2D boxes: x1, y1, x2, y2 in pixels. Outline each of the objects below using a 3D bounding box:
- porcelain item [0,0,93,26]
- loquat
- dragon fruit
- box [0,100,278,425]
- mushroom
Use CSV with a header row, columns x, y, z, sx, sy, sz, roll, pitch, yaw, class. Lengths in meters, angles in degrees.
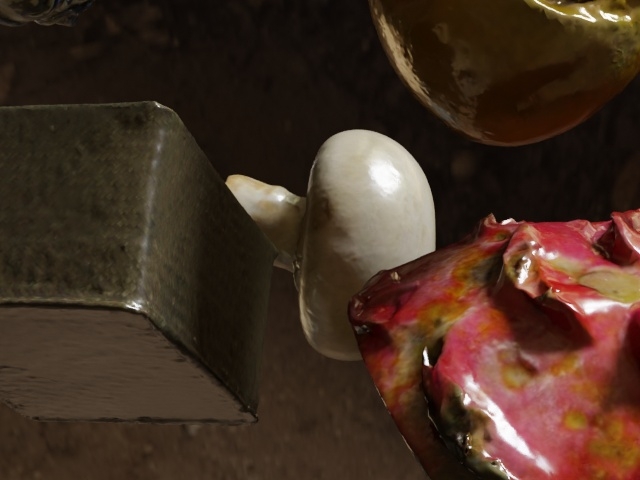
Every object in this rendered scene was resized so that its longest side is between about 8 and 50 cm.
x,y,z,sx,sy,sz,roll,pitch,yaw,class
-0.266,-0.356,2.008,0.138,0.186,0.288,26,100,29,porcelain item
0.133,-0.174,1.279,0.213,0.213,0.213,-1,59,2,loquat
0.206,0.128,1.292,0.249,0.386,0.371,-38,17,11,dragon fruit
-0.154,0.025,1.305,0.184,0.273,0.143,-1,68,15,box
0.012,0.002,1.704,0.209,0.206,0.206,10,56,-21,mushroom
